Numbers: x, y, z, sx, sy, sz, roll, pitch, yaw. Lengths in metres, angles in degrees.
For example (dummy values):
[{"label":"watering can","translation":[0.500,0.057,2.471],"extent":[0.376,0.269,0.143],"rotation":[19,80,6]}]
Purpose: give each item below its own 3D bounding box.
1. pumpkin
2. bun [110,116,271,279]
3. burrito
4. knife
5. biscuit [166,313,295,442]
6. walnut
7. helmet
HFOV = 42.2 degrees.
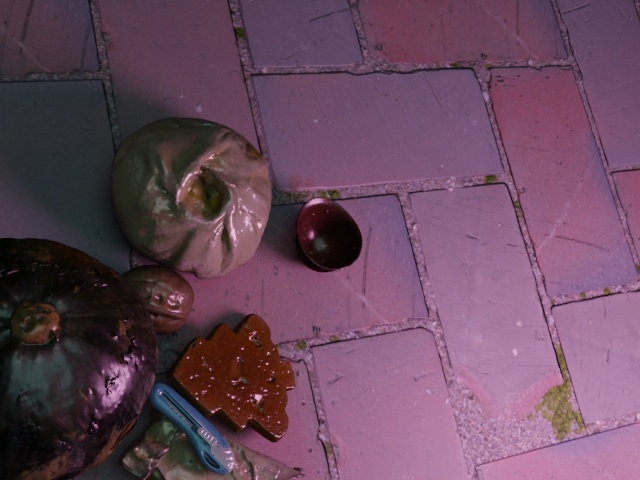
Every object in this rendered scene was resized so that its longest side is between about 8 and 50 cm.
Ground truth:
[{"label":"pumpkin","translation":[-0.511,0.207,1.455],"extent":[0.454,0.344,0.455],"rotation":[9,67,-21]},{"label":"bun","translation":[-0.259,-0.110,1.734],"extent":[0.365,0.219,0.365],"rotation":[11,66,-24]},{"label":"burrito","translation":[-0.215,0.456,1.630],"extent":[0.347,0.107,0.175],"rotation":[30,72,-11]},{"label":"knife","translation":[-0.245,0.357,1.585],"extent":[0.222,0.031,0.064],"rotation":[46,55,1]},{"label":"biscuit","translation":[-0.182,0.273,1.696],"extent":[0.301,0.043,0.278],"rotation":[12,58,-37]},{"label":"walnut","translation":[-0.337,0.119,1.676],"extent":[0.162,0.140,0.140],"rotation":[18,66,-32]},{"label":"helmet","translation":[0.000,0.000,1.867],"extent":[0.155,0.106,0.175],"rotation":[-20,79,-29]}]
